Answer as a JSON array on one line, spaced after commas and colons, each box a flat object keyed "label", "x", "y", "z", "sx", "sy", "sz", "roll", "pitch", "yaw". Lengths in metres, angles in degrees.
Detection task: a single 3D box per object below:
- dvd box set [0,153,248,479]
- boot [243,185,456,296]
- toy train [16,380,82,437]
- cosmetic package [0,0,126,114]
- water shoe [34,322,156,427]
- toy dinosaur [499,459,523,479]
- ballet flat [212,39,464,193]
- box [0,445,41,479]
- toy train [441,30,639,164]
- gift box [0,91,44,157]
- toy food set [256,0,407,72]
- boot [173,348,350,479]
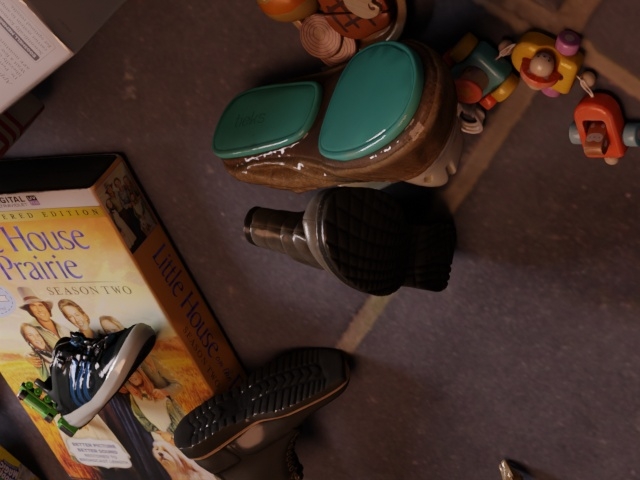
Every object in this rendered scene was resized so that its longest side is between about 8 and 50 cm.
[{"label": "dvd box set", "x": -0.241, "y": 0.095, "z": 1.921, "sx": 0.307, "sy": 0.062, "sz": 0.420, "roll": -1, "pitch": 129, "yaw": 36}, {"label": "boot", "x": 0.000, "y": 0.000, "z": 1.541, "sx": 0.161, "sy": 0.083, "sz": 0.246, "roll": 8, "pitch": 176, "yaw": 26}, {"label": "toy train", "x": -0.297, "y": 0.185, "z": 1.985, "sx": 0.083, "sy": 0.024, "sz": 0.017, "roll": 36, "pitch": 142, "yaw": -2}, {"label": "cosmetic package", "x": -0.237, "y": -0.216, "z": 1.466, "sx": 0.138, "sy": 0.224, "sz": 0.224, "roll": 47, "pitch": 140, "yaw": -14}, {"label": "water shoe", "x": -0.237, "y": 0.128, "z": 1.844, "sx": 0.080, "sy": 0.073, "sz": 0.203, "roll": 40, "pitch": 141, "yaw": -3}, {"label": "toy dinosaur", "x": 0.226, "y": 0.298, "z": 1.792, "sx": 0.183, "sy": 0.053, "sz": 0.092, "roll": 41, "pitch": 140, "yaw": -7}, {"label": "ballet flat", "x": 0.037, "y": -0.083, "z": 1.467, "sx": 0.124, "sy": 0.116, "sz": 0.342, "roll": 26, "pitch": 162, "yaw": -26}, {"label": "box", "x": -0.418, "y": 0.271, "z": 2.208, "sx": 0.105, "sy": 0.043, "sz": 0.179, "roll": 7, "pitch": 150, "yaw": 31}, {"label": "toy train", "x": 0.164, "y": -0.105, "z": 1.428, "sx": 0.166, "sy": 0.046, "sz": 0.125, "roll": 7, "pitch": 133, "yaw": 31}, {"label": "gift box", "x": -0.430, "y": -0.109, "z": 1.625, "sx": 0.276, "sy": 0.255, "sz": 0.258, "roll": 41, "pitch": 110, "yaw": -14}, {"label": "toy food set", "x": 0.007, "y": -0.194, "z": 1.458, "sx": 0.132, "sy": 0.038, "sz": 0.192, "roll": -5, "pitch": 127, "yaw": 39}, {"label": "boot", "x": -0.030, "y": 0.195, "z": 1.844, "sx": 0.198, "sy": 0.077, "sz": 0.137, "roll": -25, "pitch": 126, "yaw": 23}]
